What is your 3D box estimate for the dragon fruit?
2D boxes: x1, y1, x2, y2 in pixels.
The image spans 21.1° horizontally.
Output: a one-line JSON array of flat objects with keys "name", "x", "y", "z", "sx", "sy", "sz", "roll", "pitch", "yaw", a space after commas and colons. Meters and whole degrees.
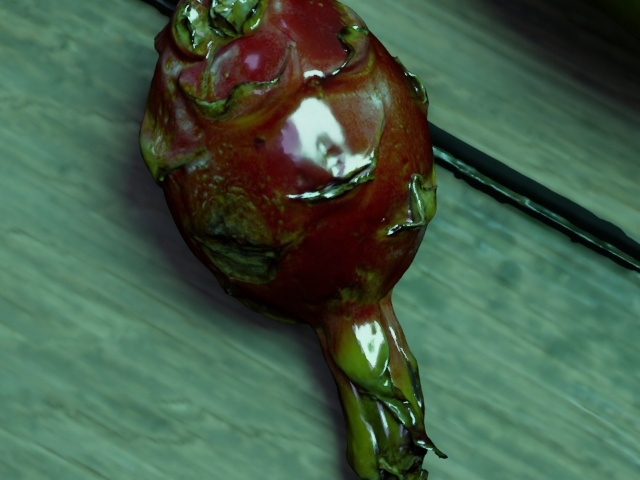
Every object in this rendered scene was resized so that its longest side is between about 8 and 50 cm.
[{"name": "dragon fruit", "x": 0.000, "y": 0.000, "z": 0.744, "sx": 0.125, "sy": 0.125, "sz": 0.246, "roll": -20, "pitch": 93, "yaw": 28}]

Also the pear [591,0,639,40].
[{"name": "pear", "x": 0.225, "y": -0.210, "z": 0.674, "sx": 0.413, "sy": 0.352, "sz": 0.352, "roll": 28, "pitch": 79, "yaw": 30}]
